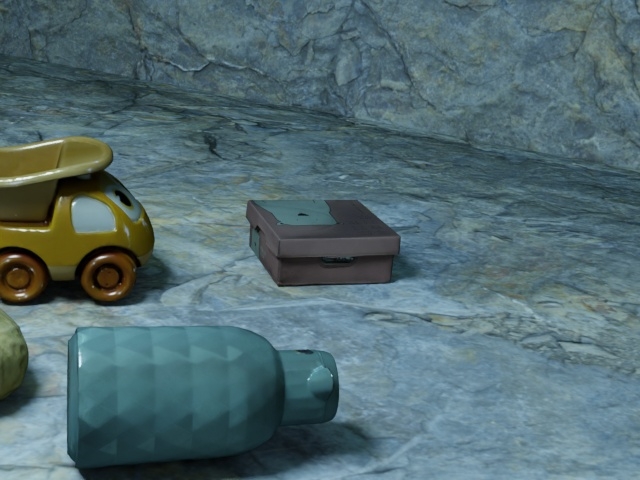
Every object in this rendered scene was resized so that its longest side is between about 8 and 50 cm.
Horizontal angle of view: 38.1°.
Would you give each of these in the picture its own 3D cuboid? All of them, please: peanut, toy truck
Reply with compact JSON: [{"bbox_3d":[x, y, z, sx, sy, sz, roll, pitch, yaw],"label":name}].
[{"bbox_3d":[-0.406,0.126,1.063,0.140,0.109,0.159,-13,24,-40],"label":"peanut"},{"bbox_3d":[-0.393,-0.032,1.377,0.288,0.212,0.204,-3,21,-11],"label":"toy truck"}]

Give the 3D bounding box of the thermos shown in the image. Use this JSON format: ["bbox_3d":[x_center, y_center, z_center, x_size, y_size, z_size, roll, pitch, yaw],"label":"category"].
[{"bbox_3d":[-0.127,0.166,1.002,0.286,0.145,0.182,1,-14,-17],"label":"thermos"}]

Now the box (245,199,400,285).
[{"bbox_3d":[0.000,0.000,1.573,0.215,0.086,0.215,-1,21,-19],"label":"box"}]
